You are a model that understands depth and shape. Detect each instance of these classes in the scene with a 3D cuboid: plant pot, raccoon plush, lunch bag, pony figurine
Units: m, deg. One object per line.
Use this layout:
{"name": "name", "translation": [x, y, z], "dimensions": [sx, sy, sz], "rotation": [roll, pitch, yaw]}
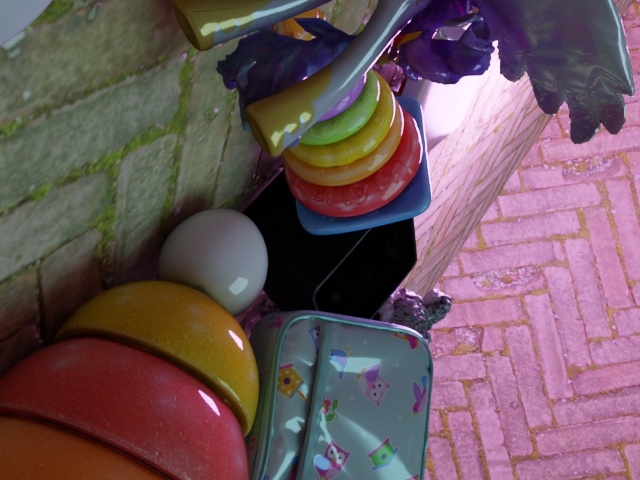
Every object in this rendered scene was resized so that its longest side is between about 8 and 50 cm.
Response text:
{"name": "plant pot", "translation": [-0.001, 0.007, 1.093], "dimensions": [0.187, 0.167, 0.188], "rotation": [-49, 154, -21]}
{"name": "raccoon plush", "translation": [0.092, 0.199, 1.374], "dimensions": [0.446, 0.299, 0.216], "rotation": [48, 48, -53]}
{"name": "lunch bag", "translation": [0.006, 0.220, 0.936], "dimensions": [0.107, 0.224, 0.279], "rotation": [-8, -109, 57]}
{"name": "pony figurine", "translation": [0.071, -0.226, 0.674], "dimensions": [0.363, 0.303, 0.351], "rotation": [-33, 136, -13]}

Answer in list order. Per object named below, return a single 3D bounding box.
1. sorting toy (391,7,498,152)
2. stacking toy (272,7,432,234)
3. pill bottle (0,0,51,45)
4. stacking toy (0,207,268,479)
{"name": "sorting toy", "translation": [0.151, -0.236, 1.220], "dimensions": [0.255, 0.089, 0.257], "rotation": [-40, 159, -43]}
{"name": "stacking toy", "translation": [0.007, -0.148, 0.900], "dimensions": [0.302, 0.165, 0.175], "rotation": [59, 25, -57]}
{"name": "pill bottle", "translation": [-0.179, -0.175, 0.256], "dimensions": [0.146, 0.146, 0.264], "rotation": [-51, 165, -14]}
{"name": "stacking toy", "translation": [-0.164, 0.161, 0.821], "dimensions": [0.351, 0.350, 0.480], "rotation": [101, 13, -56]}
